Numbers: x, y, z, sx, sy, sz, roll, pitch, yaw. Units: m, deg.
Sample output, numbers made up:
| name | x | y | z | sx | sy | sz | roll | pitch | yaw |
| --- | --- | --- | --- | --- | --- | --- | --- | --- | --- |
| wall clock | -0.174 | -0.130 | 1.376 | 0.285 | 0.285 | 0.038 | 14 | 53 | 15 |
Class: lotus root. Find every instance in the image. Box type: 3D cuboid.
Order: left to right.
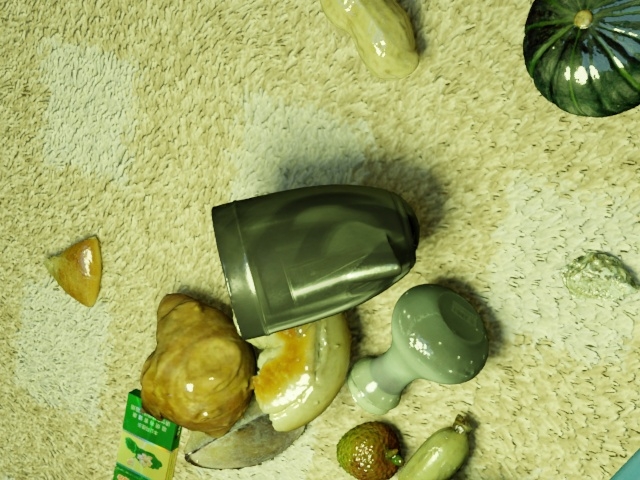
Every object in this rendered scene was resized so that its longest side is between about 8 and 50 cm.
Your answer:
| name | x | y | z | sx | sy | sz | roll | pitch | yaw |
| --- | --- | --- | --- | --- | --- | --- | --- | --- | --- |
| lotus root | 0.207 | 0.387 | 1.608 | 0.077 | 0.090 | 0.183 | 41 | 106 | 10 |

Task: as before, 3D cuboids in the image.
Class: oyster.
| name | x | y | z | sx | sy | sz | roll | pitch | yaw |
| --- | --- | --- | --- | --- | --- | --- | --- | --- | --- |
| oyster | 0.444 | 0.066 | 1.471 | 0.100 | 0.037 | 0.098 | -38 | 81 | 26 |

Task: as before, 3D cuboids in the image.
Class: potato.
| name | x | y | z | sx | sy | sz | roll | pitch | yaw |
| --- | --- | --- | --- | --- | --- | --- | --- | --- | --- |
| potato | -0.133 | 0.362 | 1.787 | 0.261 | 0.100 | 0.120 | -28 | 126 | 13 |

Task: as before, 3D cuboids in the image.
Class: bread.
| name | x | y | z | sx | sy | sz | roll | pitch | yaw |
| --- | --- | --- | --- | --- | --- | --- | --- | --- | --- |
| bread | -0.512 | 0.078 | 1.931 | 0.154 | 0.054 | 0.136 | -22 | 91 | 30 |
| bread | -0.040 | 0.164 | 1.638 | 0.192 | 0.171 | 0.314 | -34 | 62 | 17 |

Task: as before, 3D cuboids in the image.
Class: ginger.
| name | x | y | z | sx | sy | sz | roll | pitch | yaw |
| --- | --- | --- | --- | --- | --- | --- | --- | --- | --- |
| ginger | -0.222 | 0.226 | 1.720 | 0.223 | 0.269 | 0.200 | 9 | 137 | 5 |

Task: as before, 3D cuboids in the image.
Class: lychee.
| name | x | y | z | sx | sy | sz | roll | pitch | yaw |
| --- | --- | --- | --- | --- | --- | --- | --- | --- | --- |
| lychee | 0.092 | 0.385 | 1.654 | 0.146 | 0.114 | 0.114 | -8 | 95 | 47 |

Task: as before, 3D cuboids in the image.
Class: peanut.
| name | x | y | z | sx | sy | sz | roll | pitch | yaw |
| --- | --- | --- | --- | --- | --- | --- | --- | --- | --- |
| peanut | 0.075 | -0.383 | 1.539 | 0.123 | 0.123 | 0.257 | -28 | 89 | 27 |

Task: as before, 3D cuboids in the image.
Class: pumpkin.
| name | x | y | z | sx | sy | sz | roll | pitch | yaw |
| --- | --- | --- | --- | --- | --- | --- | --- | --- | --- |
| pumpkin | 0.425 | -0.299 | 1.335 | 0.250 | 0.216 | 0.250 | -20 | 65 | 52 |

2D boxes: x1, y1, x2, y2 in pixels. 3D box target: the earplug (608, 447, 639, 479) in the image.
| name | x | y | z | sx | sy | sz | roll | pitch | yaw |
| --- | --- | --- | --- | --- | --- | --- | --- | --- | --- |
| earplug | 0.529 | 0.388 | 1.437 | 0.132 | 0.132 | 0.273 | 38 | 108 | 16 |

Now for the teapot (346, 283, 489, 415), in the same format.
| name | x | y | z | sx | sy | sz | roll | pitch | yaw |
| --- | --- | --- | --- | --- | --- | --- | --- | --- | --- |
| teapot | 0.158 | 0.195 | 1.566 | 0.183 | 0.183 | 0.251 | 53 | 127 | 9 |

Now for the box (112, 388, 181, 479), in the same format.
| name | x | y | z | sx | sy | sz | roll | pitch | yaw |
| --- | --- | --- | --- | --- | --- | --- | --- | --- | --- |
| box | -0.364 | 0.444 | 1.925 | 0.132 | 0.034 | 0.235 | 20 | 107 | 22 |

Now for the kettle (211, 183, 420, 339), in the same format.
| name | x | y | z | sx | sy | sz | roll | pitch | yaw |
| --- | --- | --- | --- | --- | --- | --- | --- | --- | --- |
| kettle | 0.000 | 0.000 | 1.524 | 0.324 | 0.321 | 0.228 | -14 | 114 | -3 |
